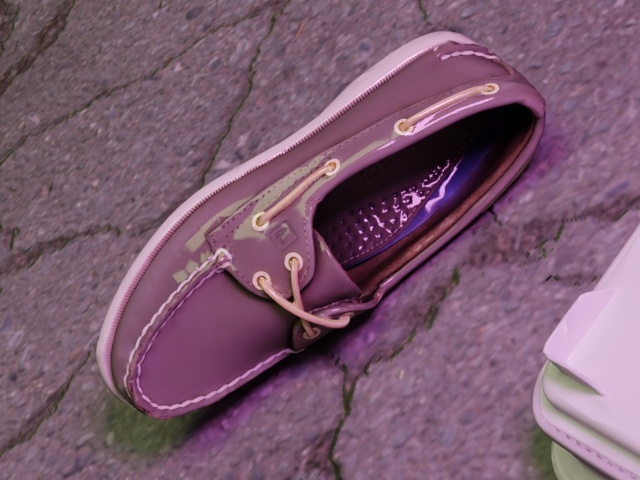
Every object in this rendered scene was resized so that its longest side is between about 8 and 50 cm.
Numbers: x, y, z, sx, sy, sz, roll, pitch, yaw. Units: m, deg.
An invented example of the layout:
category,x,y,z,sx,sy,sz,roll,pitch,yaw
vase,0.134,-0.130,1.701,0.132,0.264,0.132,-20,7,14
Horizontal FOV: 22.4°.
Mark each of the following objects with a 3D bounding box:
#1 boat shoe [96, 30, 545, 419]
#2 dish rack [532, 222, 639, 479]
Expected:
category,x,y,z,sx,sy,sz,roll,pitch,yaw
boat shoe,0.000,0.000,1.002,0.324,0.116,0.097,-40,32,-4
dish rack,0.242,0.000,0.742,0.333,0.072,0.285,-53,26,-4
